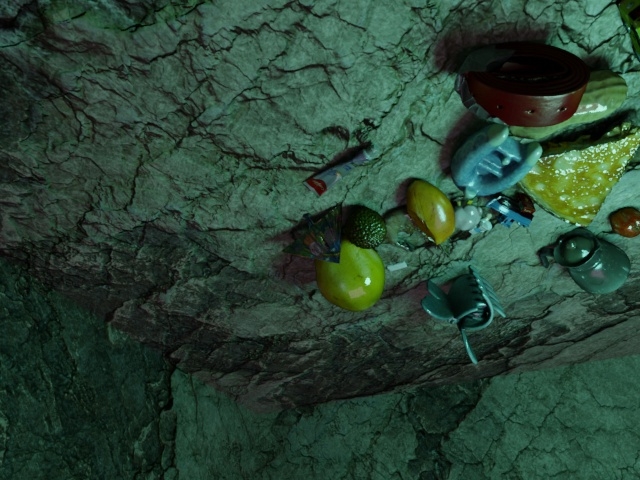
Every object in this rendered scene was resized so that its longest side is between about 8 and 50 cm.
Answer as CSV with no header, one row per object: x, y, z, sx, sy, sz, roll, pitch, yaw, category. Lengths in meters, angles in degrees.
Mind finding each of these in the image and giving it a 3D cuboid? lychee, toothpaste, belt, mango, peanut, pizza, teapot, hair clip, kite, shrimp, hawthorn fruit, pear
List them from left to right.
0.000,0.000,1.908,0.321,0.016,0.234,-38,88,22,kite
0.072,-0.238,1.691,0.301,0.048,0.075,-29,141,35,toothpaste
0.108,0.129,2.007,0.336,0.285,0.285,34,131,-28,pear
0.169,-0.039,1.853,0.171,0.171,0.171,-2,144,-1,lychee
0.390,-0.018,1.989,0.360,0.085,0.247,30,139,-30,shrimp
0.394,-0.112,1.796,0.154,0.126,0.252,5,133,56,mango
0.643,0.281,2.199,0.238,0.318,0.392,-38,104,20,hair clip
0.524,-0.416,1.324,0.324,0.227,0.115,11,146,13,belt
0.703,-0.388,1.448,0.325,0.140,0.153,-19,-179,32,peanut
1.079,0.058,2.078,0.285,0.305,0.223,31,96,-28,teapot
0.882,-0.247,1.661,0.440,0.130,0.406,31,133,-23,pizza
1.194,-0.069,1.933,0.128,0.128,0.128,-2,144,-1,hawthorn fruit

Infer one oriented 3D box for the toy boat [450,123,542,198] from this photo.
0.533,-0.229,1.582,0.215,0.123,0.330,25,158,-12,toy boat

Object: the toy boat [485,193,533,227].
0.696,-0.104,1.865,0.223,0.100,0.097,20,122,-29,toy boat

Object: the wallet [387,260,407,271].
0.340,0.116,2.219,0.083,0.011,0.044,-17,141,20,wallet

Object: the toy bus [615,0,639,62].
0.863,-0.522,1.259,0.128,0.150,0.262,-30,136,30,toy bus

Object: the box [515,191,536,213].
0.752,-0.139,1.834,0.051,0.082,0.023,11,140,-18,box

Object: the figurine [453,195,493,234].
0.558,-0.081,1.877,0.229,0.112,0.137,24,157,-34,figurine
